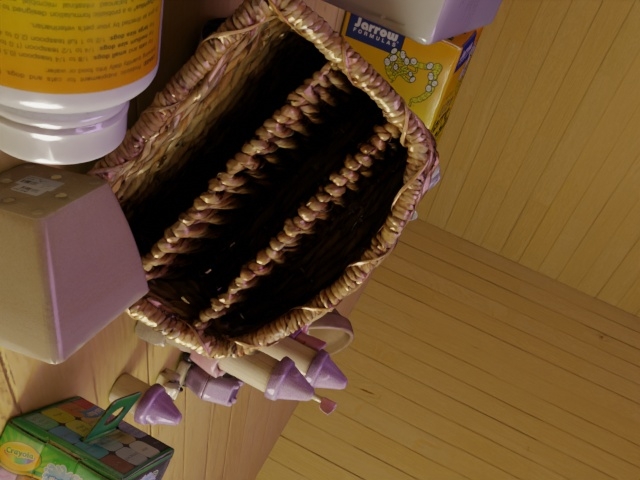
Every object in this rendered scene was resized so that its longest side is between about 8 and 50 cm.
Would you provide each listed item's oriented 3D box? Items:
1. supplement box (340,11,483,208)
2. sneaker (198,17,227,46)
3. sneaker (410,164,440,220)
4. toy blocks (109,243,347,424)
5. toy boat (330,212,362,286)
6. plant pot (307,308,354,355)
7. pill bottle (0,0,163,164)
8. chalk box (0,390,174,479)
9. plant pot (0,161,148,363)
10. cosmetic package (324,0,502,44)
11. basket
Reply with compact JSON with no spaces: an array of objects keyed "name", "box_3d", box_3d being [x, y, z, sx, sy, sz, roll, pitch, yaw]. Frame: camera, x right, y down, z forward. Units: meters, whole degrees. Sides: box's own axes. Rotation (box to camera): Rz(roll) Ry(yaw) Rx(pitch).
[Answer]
[{"name":"supplement box","box_3d":[0.124,-0.237,1.225,0.194,0.195,0.356,-52,163,-50]},{"name":"sneaker","box_3d":[-0.075,-0.189,0.735,0.081,0.080,0.211,-56,168,28]},{"name":"sneaker","box_3d":[0.177,-0.224,1.470,0.365,0.210,0.137,-65,170,1]},{"name":"toy blocks","box_3d":[-0.080,0.146,0.934,0.309,0.260,0.288,-67,170,10]},{"name":"toy boat","box_3d":[0.000,0.000,1.351,0.231,0.151,0.151,-39,144,29]},{"name":"plant pot","box_3d":[-0.061,0.159,1.319,0.237,0.237,0.109,91,-12,-66]},{"name":"pill bottle","box_3d":[-0.140,-0.149,0.360,0.117,0.117,0.215,-53,163,-49]},{"name":"chalk box","box_3d":[-0.249,0.247,0.700,0.213,0.132,0.132,-66,168,0]},{"name":"plant pot","box_3d":[-0.198,0.006,0.490,0.109,0.109,0.096,-49,148,-56]},{"name":"cosmetic package","box_3d":[0.087,-0.337,0.741,0.453,0.230,0.161,-42,156,-62]},{"name":"basket","box_3d":[-0.045,-0.031,0.625,0.299,0.213,0.223,-44,173,12]}]
